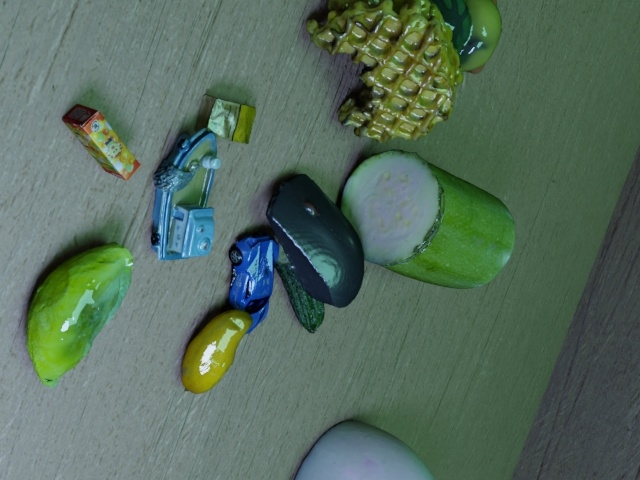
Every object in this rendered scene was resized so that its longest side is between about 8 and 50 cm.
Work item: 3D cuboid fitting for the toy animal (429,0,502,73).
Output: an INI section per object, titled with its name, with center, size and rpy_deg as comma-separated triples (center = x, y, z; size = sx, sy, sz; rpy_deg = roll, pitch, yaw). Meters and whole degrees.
[toy animal]
center = 0.277, -0.452, 1.643
size = 0.338, 0.191, 0.216
rpy_deg = -10, 115, -47

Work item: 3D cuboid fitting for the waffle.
[waffle]
center = 0.134, -0.336, 1.493
size = 0.324, 0.261, 0.151
rpy_deg = 65, 38, -46

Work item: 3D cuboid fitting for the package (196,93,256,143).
[package]
center = -0.155, -0.211, 1.364
size = 0.131, 0.047, 0.071
rpy_deg = 8, 98, -49

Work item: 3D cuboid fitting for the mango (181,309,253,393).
[mango]
center = -0.205, 0.212, 1.472
size = 0.098, 0.075, 0.190
rpy_deg = 30, 96, -38

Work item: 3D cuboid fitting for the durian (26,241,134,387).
[durian]
center = -0.381, 0.113, 1.207
size = 0.250, 0.101, 0.139
rpy_deg = -60, 142, -11

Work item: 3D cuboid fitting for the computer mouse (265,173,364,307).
[computer mouse]
center = 0.009, 0.002, 1.533
size = 0.295, 0.087, 0.168
rpy_deg = 59, 43, -24

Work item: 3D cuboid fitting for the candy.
[candy]
center = -0.333, -0.149, 1.172
size = 0.038, 0.062, 0.122
rpy_deg = -52, 138, -19

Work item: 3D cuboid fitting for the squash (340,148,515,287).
[squash]
center = 0.246, -0.036, 1.745
size = 0.384, 0.263, 0.263
rpy_deg = 17, 94, -52

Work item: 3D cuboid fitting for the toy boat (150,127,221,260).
[toy boat]
center = -0.220, -0.075, 1.312
size = 0.109, 0.098, 0.237
rpy_deg = -4, 109, -52

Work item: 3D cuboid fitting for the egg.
[egg]
center = 0.147, 0.665, 1.903
size = 0.354, 0.340, 0.354
rpy_deg = -26, 125, -43

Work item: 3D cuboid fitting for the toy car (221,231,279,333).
[toy car]
center = -0.133, 0.089, 1.518
size = 0.103, 0.063, 0.216
rpy_deg = -11, 115, -47

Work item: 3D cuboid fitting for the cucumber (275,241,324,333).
[cucumber]
center = -0.036, 0.099, 1.631
size = 0.077, 0.077, 0.265
rpy_deg = -46, 137, -26
